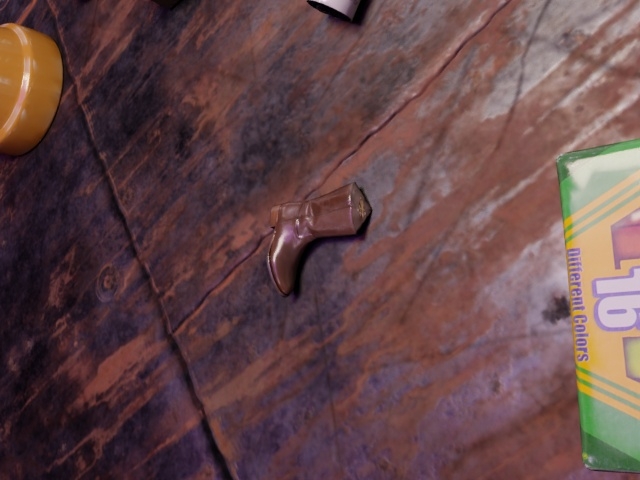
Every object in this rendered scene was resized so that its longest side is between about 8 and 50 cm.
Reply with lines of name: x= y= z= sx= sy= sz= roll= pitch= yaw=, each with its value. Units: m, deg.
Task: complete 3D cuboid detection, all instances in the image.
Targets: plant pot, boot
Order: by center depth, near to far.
boot: x=0.000 y=0.000 z=0.709 sx=0.114 sy=0.037 sz=0.106 roll=-11 pitch=78 yaw=30
plant pot: x=-0.535 y=-0.251 z=1.050 sx=0.205 sy=0.188 sz=0.205 roll=-7 pitch=78 yaw=36

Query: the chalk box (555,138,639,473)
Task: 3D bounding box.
chalk box: x=0.300 y=0.028 z=0.359 sx=0.289 sy=0.179 sz=0.180 roll=-10 pitch=77 yaw=36

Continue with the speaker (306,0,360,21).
speaker: x=0.034 y=-0.302 z=0.719 sx=0.055 sy=0.055 sz=0.136 roll=30 pitch=100 yaw=36

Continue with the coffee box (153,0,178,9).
coffee box: x=-0.213 y=-0.482 z=0.893 sx=0.168 sy=0.119 sz=0.297 roll=-28 pitch=66 yaw=29
